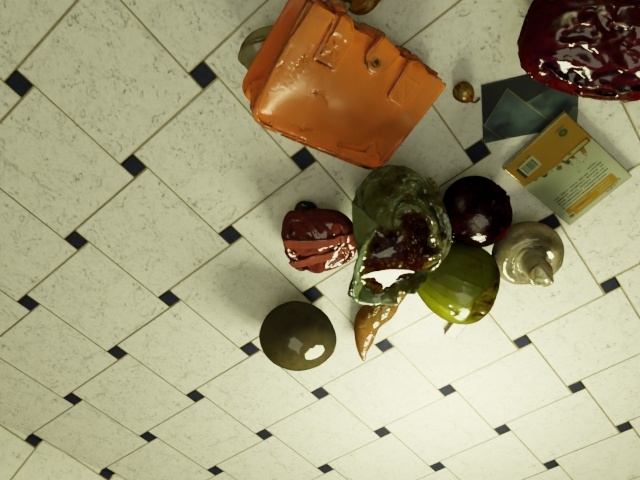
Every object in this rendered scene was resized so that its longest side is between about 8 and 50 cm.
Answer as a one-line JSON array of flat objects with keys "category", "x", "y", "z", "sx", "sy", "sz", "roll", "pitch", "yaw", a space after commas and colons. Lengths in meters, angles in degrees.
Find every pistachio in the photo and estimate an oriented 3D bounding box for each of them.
[{"category": "pistachio", "x": -0.099, "y": -0.441, "z": 1.159, "sx": 0.185, "sy": 0.124, "sz": 0.124, "roll": -21, "pitch": 120, "yaw": 6}]

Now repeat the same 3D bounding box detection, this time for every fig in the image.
[{"category": "fig", "x": 0.369, "y": -0.364, "z": 1.252, "sx": 0.083, "sy": 0.050, "sz": 0.050, "roll": 18, "pitch": 123, "yaw": -33}, {"category": "fig", "x": 0.374, "y": 0.113, "z": 1.447, "sx": 0.271, "sy": 0.239, "sz": 0.239, "roll": 20, "pitch": 122, "yaw": 8}]

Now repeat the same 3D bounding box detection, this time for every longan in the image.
[{"category": "longan", "x": -0.069, "y": 0.307, "z": 1.585, "sx": 0.248, "sy": 0.248, "sz": 0.248, "roll": 0, "pitch": 122, "yaw": 1}]

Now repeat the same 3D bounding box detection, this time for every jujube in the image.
[{"category": "jujube", "x": 0.628, "y": -0.438, "z": 1.089, "sx": 0.377, "sy": 0.258, "sz": 0.258, "roll": 9, "pitch": 123, "yaw": 10}]

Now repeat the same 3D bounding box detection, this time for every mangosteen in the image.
[{"category": "mangosteen", "x": 0.411, "y": -0.073, "z": 1.348, "sx": 0.210, "sy": 0.209, "sz": 0.209, "roll": 0, "pitch": 122, "yaw": 1}]

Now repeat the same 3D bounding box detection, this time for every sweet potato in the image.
[{"category": "sweet potato", "x": 0.178, "y": 0.232, "z": 1.602, "sx": 0.106, "sy": 0.095, "sz": 0.354, "roll": 43, "pitch": 122, "yaw": 28}]

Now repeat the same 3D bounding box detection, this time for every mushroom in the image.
[{"category": "mushroom", "x": 0.596, "y": 0.054, "z": 1.420, "sx": 0.204, "sy": 0.204, "sz": 0.204, "roll": 0, "pitch": 122, "yaw": 1}]

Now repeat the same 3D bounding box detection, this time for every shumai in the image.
[{"category": "shumai", "x": 0.151, "y": -0.011, "z": 1.260, "sx": 0.292, "sy": 0.289, "sz": 0.329, "roll": 1, "pitch": 109, "yaw": 50}]

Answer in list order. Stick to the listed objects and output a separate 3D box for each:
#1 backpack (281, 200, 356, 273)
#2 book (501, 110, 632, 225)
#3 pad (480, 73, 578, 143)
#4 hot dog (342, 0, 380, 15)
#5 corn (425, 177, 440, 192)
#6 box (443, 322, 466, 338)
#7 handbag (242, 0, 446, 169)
[{"category": "backpack", "x": 0.000, "y": -0.001, "z": 1.426, "sx": 0.229, "sy": 0.138, "sz": 0.229, "roll": 2, "pitch": 123, "yaw": 3}, {"category": "book", "x": 0.674, "y": -0.188, "z": 1.368, "sx": 0.295, "sy": 0.020, "sz": 0.208, "roll": 34, "pitch": 118, "yaw": -20}, {"category": "pad", "x": 0.536, "y": -0.346, "z": 1.281, "sx": 0.243, "sy": 0.004, "sz": 0.163, "roll": -11, "pitch": 122, "yaw": 7}, {"category": "hot dog", "x": 0.146, "y": -0.641, "z": 1.046, "sx": 0.135, "sy": 0.100, "sz": 0.337, "roll": 26, "pitch": 120, "yaw": -25}, {"category": "corn", "x": 0.257, "y": -0.063, "z": 1.415, "sx": 0.091, "sy": 0.091, "sz": 0.260, "roll": 28, "pitch": 125, "yaw": 21}, {"category": "box", "x": 0.458, "y": 0.278, "z": 1.665, "sx": 0.048, "sy": 0.025, "sz": 0.115, "roll": 23, "pitch": 120, "yaw": -7}, {"category": "handbag", "x": 0.056, "y": -0.347, "z": 1.150, "sx": 0.410, "sy": 0.116, "sz": 0.303, "roll": 16, "pitch": 126, "yaw": -34}]
